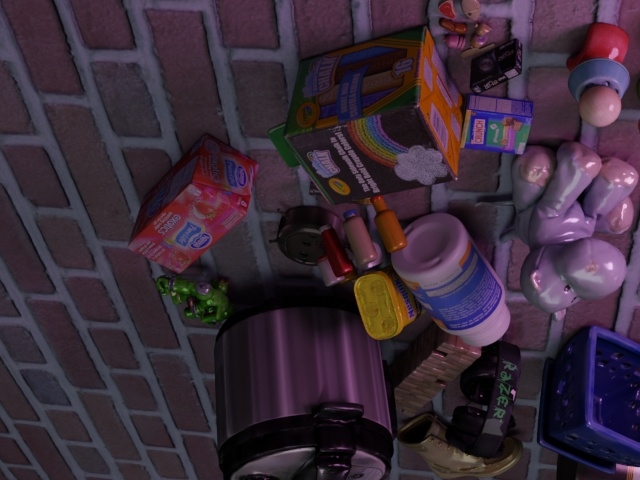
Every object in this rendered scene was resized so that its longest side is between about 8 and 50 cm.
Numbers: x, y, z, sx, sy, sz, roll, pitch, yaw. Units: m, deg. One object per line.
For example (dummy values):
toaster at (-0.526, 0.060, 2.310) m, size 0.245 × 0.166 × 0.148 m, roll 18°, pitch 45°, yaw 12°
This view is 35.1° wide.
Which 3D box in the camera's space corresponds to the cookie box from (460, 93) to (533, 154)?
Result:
cookie box at (0.287, -0.189, 1.657) m, size 0.107 × 0.040 × 0.092 m, roll 8°, pitch 143°, yaw 5°

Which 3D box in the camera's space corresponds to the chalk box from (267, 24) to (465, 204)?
chalk box at (0.061, -0.187, 1.607) m, size 0.289 × 0.179 × 0.180 m, roll -9°, pitch 138°, yaw 25°

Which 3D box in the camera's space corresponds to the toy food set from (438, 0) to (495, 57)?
toy food set at (0.214, -0.322, 1.525) m, size 0.078 × 0.019 × 0.122 m, roll -15°, pitch 135°, yaw 29°

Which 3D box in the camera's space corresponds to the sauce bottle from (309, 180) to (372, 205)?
sauce bottle at (0.044, -0.089, 1.843) m, size 0.128 × 0.042 × 0.042 m, roll 6°, pitch 142°, yaw 8°

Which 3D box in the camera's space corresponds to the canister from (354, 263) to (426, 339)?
canister at (0.141, 0.107, 1.936) m, size 0.073 × 0.170 × 0.126 m, roll -16°, pitch 93°, yaw 29°

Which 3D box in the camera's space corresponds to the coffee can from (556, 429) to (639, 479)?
coffee can at (0.705, 0.532, 2.335) m, size 0.275 × 0.201 × 0.201 m, roll 8°, pitch 142°, yaw 2°

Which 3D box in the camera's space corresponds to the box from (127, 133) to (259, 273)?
box at (-0.238, -0.063, 1.873) m, size 0.123 × 0.128 × 0.257 m, roll 30°, pitch 138°, yaw -22°

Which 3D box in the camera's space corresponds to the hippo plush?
hippo plush at (0.392, -0.010, 1.698) m, size 0.294 × 0.236 × 0.234 m, roll -14°, pitch 136°, yaw 28°

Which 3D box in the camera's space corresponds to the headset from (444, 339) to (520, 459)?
headset at (0.379, 0.359, 2.184) m, size 0.185 × 0.243 × 0.394 m, roll 16°, pitch 163°, yaw 0°

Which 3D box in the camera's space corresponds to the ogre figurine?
ogre figurine at (-0.248, 0.130, 2.147) m, size 0.118 × 0.097 × 0.197 m, roll -2°, pitch 130°, yaw 34°

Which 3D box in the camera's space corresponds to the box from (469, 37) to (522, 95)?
box at (0.268, -0.265, 1.545) m, size 0.083 × 0.067 × 0.018 m, roll -22°, pitch 133°, yaw 36°

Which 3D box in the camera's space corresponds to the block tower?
block tower at (0.238, 0.268, 2.205) m, size 0.097 × 0.091 × 0.335 m, roll 20°, pitch 140°, yaw -11°

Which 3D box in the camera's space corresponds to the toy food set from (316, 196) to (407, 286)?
toy food set at (0.056, 0.006, 1.860) m, size 0.111 × 0.104 × 0.232 m, roll -18°, pitch 170°, yaw -26°

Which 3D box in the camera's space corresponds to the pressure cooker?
pressure cooker at (-0.039, 0.369, 2.088) m, size 0.376 × 0.420 × 0.370 m, roll -17°, pitch 145°, yaw 17°

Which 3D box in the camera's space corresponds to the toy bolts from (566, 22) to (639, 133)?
toy bolts at (0.480, -0.226, 1.469) m, size 0.229 × 0.158 × 0.218 m, roll 14°, pitch 142°, yaw -4°

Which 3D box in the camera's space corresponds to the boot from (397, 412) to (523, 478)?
boot at (0.338, 0.494, 2.466) m, size 0.262 × 0.095 × 0.203 m, roll -17°, pitch 133°, yaw 37°

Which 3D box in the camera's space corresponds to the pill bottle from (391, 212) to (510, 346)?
pill bottle at (0.257, 0.085, 1.919) m, size 0.152 × 0.152 × 0.272 m, roll -14°, pitch 135°, yaw 28°

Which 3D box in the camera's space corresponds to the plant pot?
plant pot at (0.588, 0.347, 2.117) m, size 0.236 × 0.236 × 0.212 m, roll 23°, pitch 147°, yaw -16°

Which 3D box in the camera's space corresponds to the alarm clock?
alarm clock at (0.000, 0.000, 1.952) m, size 0.192 × 0.064 × 0.129 m, roll 11°, pitch 142°, yaw -5°

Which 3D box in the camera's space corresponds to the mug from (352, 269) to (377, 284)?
mug at (0.095, 0.088, 2.040) m, size 0.078 × 0.062 × 0.064 m, roll -33°, pitch 117°, yaw 34°
